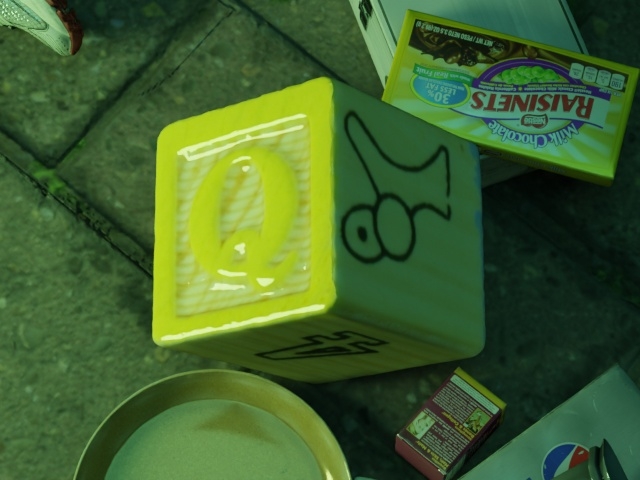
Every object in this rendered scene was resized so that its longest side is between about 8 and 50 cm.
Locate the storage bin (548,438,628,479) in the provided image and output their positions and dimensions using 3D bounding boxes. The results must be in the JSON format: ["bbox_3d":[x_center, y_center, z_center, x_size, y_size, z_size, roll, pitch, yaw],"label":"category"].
[{"bbox_3d":[0.204,0.231,1.377,0.091,0.098,0.135,-25,96,13],"label":"storage bin"}]

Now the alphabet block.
[{"bbox_3d":[0.000,0.000,1.460,0.193,0.197,0.192,-16,66,37],"label":"alphabet block"}]

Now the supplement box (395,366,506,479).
[{"bbox_3d":[0.109,0.157,1.522,0.055,0.043,0.083,39,70,17],"label":"supplement box"}]

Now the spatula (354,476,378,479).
[{"bbox_3d":[0.104,0.317,1.490,0.168,0.019,0.242,4,71,-1],"label":"spatula"}]

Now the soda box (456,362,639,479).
[{"bbox_3d":[0.152,0.224,1.462,0.286,0.091,0.098,-35,78,-14],"label":"soda box"}]

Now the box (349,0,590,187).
[{"bbox_3d":[0.126,-0.198,1.618,0.169,0.087,0.290,-18,73,-6],"label":"box"}]

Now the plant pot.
[{"bbox_3d":[-0.089,0.225,1.511,0.236,0.032,0.236,0,73,0],"label":"plant pot"}]

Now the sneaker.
[{"bbox_3d":[-0.315,-0.219,1.633,0.225,0.088,0.093,27,95,8],"label":"sneaker"}]

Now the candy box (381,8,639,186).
[{"bbox_3d":[0.158,-0.121,1.534,0.205,0.027,0.105,15,76,4],"label":"candy box"}]
